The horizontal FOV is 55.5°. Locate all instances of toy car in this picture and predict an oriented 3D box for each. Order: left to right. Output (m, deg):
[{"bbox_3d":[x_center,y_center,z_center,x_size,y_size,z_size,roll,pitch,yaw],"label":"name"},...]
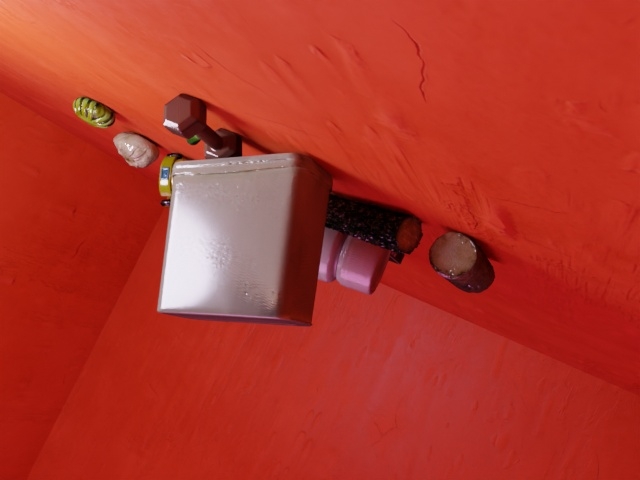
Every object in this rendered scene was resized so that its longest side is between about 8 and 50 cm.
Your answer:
[{"bbox_3d":[-0.479,-0.203,2.183,0.143,0.200,0.248,2,173,7],"label":"toy car"}]

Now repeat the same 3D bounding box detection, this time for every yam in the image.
[{"bbox_3d":[0.324,0.057,1.369,0.107,0.107,0.194,22,175,33],"label":"yam"}]

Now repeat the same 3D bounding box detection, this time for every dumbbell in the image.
[{"bbox_3d":[-0.248,-0.231,1.317,0.082,0.092,0.231,-6,163,17],"label":"dumbbell"}]

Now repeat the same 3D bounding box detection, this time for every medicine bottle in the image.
[{"bbox_3d":[0.000,0.000,1.690,0.372,0.210,0.211,19,173,14],"label":"medicine bottle"}]

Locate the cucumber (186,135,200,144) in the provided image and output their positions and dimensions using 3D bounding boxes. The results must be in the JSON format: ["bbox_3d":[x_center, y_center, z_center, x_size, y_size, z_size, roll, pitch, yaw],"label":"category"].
[{"bbox_3d":[-0.320,-0.266,1.555,0.039,0.039,0.168,27,171,-20],"label":"cucumber"}]

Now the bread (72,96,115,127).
[{"bbox_3d":[-0.707,-0.396,1.905,0.139,0.071,0.130,23,170,26],"label":"bread"}]

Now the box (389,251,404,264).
[{"bbox_3d":[0.102,-0.015,1.996,0.325,0.047,0.180,21,173,33],"label":"box"}]

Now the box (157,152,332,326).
[{"bbox_3d":[-0.168,0.005,1.341,0.352,0.343,0.177,0,167,25],"label":"box"}]

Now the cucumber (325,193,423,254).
[{"bbox_3d":[0.083,-0.051,1.478,0.360,0.096,0.096,18,171,46],"label":"cucumber"}]

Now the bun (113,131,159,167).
[{"bbox_3d":[-0.665,-0.323,2.185,0.164,0.111,0.188,32,176,-28],"label":"bun"}]
